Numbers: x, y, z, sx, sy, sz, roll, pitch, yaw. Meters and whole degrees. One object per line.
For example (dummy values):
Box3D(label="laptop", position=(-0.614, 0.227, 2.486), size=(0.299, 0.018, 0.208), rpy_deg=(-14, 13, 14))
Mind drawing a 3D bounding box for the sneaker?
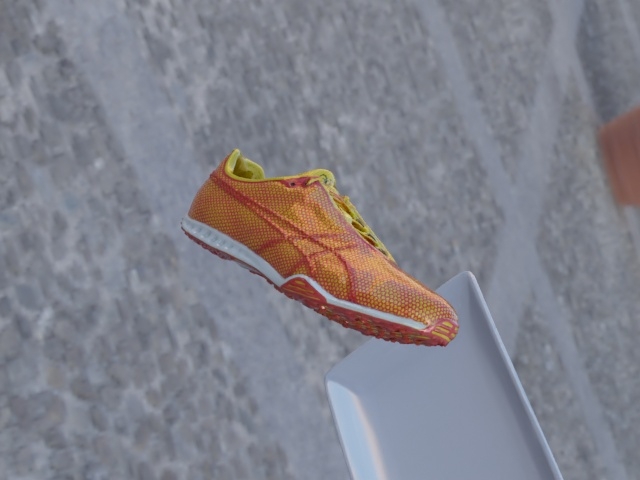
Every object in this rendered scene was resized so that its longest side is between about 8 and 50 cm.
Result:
Box3D(label="sneaker", position=(0.000, 0.000, 0.652), size=(0.067, 0.175, 0.064), rpy_deg=(-59, 146, -3))

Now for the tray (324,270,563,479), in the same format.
Box3D(label="tray", position=(0.091, 0.158, 0.871), size=(0.030, 0.145, 0.270), rpy_deg=(32, 28, -40))
